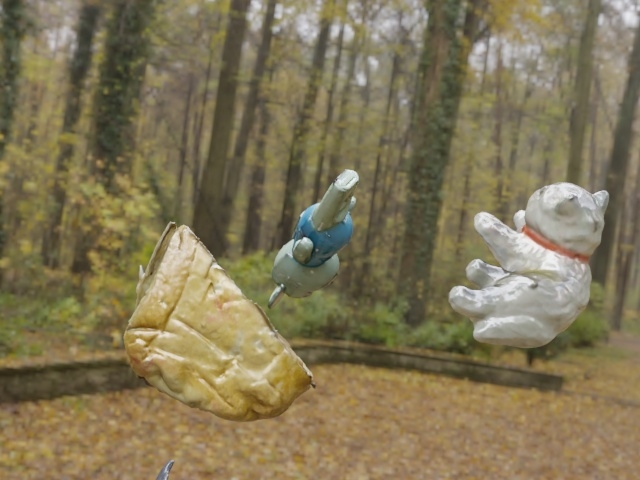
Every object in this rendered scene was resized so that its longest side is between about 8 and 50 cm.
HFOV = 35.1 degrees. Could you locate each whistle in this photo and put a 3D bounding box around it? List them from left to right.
[{"bbox_3d":[0.000,0.000,1.197,0.077,0.114,0.235,40,-38,8],"label":"whistle"}]

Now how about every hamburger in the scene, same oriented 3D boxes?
[{"bbox_3d":[-0.184,0.152,1.530,0.330,0.209,0.162,50,-9,-1],"label":"hamburger"}]

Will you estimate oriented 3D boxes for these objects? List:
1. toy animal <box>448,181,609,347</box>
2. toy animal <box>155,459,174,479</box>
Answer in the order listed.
[{"bbox_3d":[0.342,0.030,1.588,0.308,0.266,0.188,3,-27,-43],"label":"toy animal"},{"bbox_3d":[-0.239,0.504,1.446,0.081,0.206,0.367,43,8,-42],"label":"toy animal"}]
